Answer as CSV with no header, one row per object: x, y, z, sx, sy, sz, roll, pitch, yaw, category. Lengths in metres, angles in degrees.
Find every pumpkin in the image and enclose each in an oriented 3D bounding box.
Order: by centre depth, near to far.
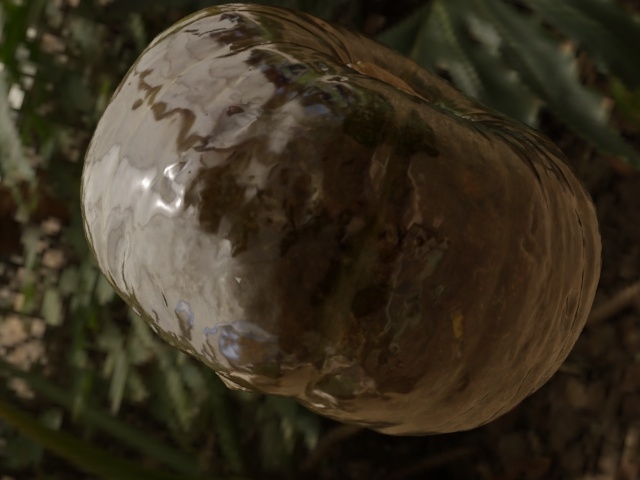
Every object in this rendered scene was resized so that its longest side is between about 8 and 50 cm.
0.000,0.000,0.698,0.162,0.219,0.219,-63,27,18,pumpkin
